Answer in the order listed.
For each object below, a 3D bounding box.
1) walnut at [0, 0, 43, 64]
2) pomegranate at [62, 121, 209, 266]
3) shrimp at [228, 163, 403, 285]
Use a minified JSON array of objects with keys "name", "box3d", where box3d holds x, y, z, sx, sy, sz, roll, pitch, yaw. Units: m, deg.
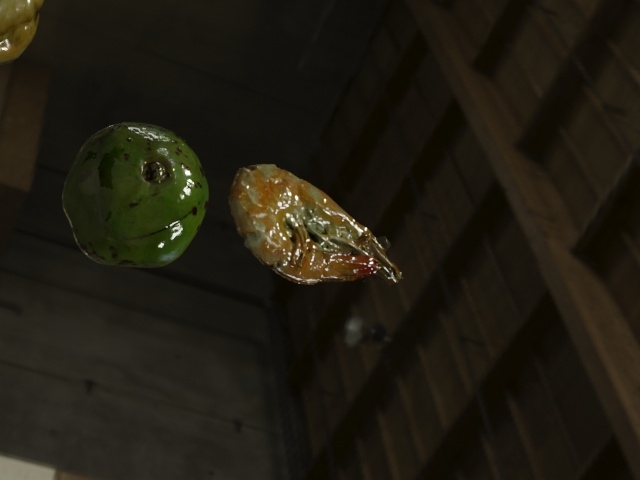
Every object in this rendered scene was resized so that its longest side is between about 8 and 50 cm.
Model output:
[{"name":"walnut","box3d":[-0.534,-0.335,1.703,0.283,0.283,0.227,-92,-158,-47]},{"name":"pomegranate","box3d":[-0.317,-0.066,2.033,0.270,0.254,0.254,-34,-139,50]},{"name":"shrimp","box3d":[-0.001,0.000,1.571,0.062,0.294,0.154,-34,-138,44]}]
